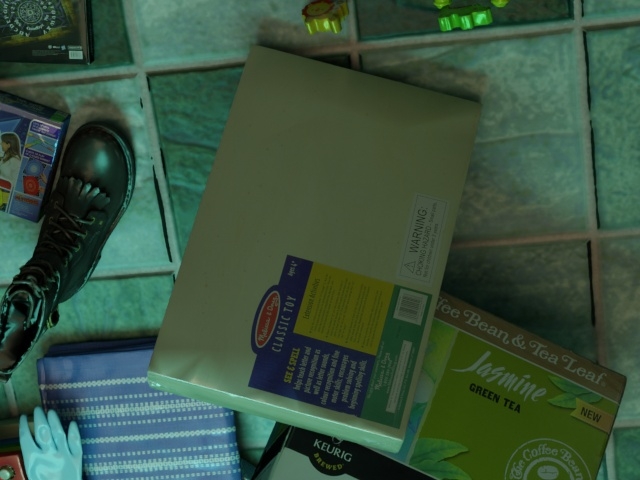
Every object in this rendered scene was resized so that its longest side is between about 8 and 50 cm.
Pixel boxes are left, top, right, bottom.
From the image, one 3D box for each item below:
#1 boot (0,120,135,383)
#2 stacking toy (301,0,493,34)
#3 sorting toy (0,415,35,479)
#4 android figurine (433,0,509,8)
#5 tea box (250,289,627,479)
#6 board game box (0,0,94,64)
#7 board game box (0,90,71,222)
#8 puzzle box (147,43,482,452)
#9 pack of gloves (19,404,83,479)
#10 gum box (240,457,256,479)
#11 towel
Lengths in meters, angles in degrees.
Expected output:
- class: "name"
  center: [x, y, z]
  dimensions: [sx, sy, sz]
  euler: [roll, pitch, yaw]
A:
- class: "boot"
  center: [-0.296, 0.012, 1.624]
  dimensions: [0.091, 0.229, 0.263]
  euler: [19, 113, 0]
- class: "stacking toy"
  center: [0.063, -0.301, 1.498]
  dimensions: [0.221, 0.052, 0.167]
  euler: [2, 131, 24]
- class: "sorting toy"
  center: [-0.441, 0.371, 1.849]
  dimensions: [0.257, 0.089, 0.255]
  euler: [-9, 105, 13]
- class: "android figurine"
  center: [0.156, -0.380, 1.501]
  dimensions: [0.248, 0.056, 0.273]
  euler: [1, 110, 7]
- class: "tea box"
  center: [0.114, 0.249, 1.591]
  dimensions: [0.329, 0.323, 0.220]
  euler: [24, 155, -3]
- class: "board game box"
  center: [-0.354, -0.266, 1.630]
  dimensions: [0.186, 0.026, 0.126]
  euler: [3, 111, 7]
- class: "board game box"
  center: [-0.410, -0.117, 1.693]
  dimensions: [0.201, 0.035, 0.136]
  euler: [20, 113, -1]
- class: "puzzle box"
  center: [0.000, 0.000, 1.525]
  dimensions: [0.272, 0.409, 0.052]
  euler: [16, 155, 1]
- class: "pack of gloves"
  center: [-0.377, 0.318, 1.748]
  dimensions: [0.195, 0.046, 0.232]
  euler: [-7, 106, 7]
- class: "gum box"
  center: [-0.113, 0.363, 1.844]
  dimensions: [0.184, 0.041, 0.157]
  euler: [33, 111, -5]
- class: "towel"
  center: [-0.217, 0.287, 1.789]
  dimensions: [0.243, 0.040, 0.336]
  euler: [-6, 96, 8]
